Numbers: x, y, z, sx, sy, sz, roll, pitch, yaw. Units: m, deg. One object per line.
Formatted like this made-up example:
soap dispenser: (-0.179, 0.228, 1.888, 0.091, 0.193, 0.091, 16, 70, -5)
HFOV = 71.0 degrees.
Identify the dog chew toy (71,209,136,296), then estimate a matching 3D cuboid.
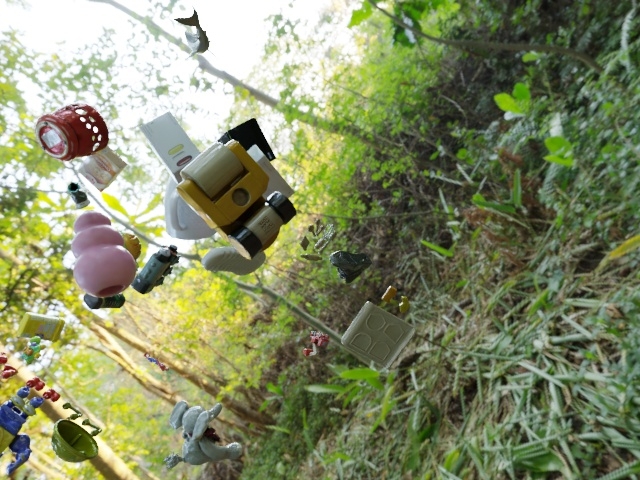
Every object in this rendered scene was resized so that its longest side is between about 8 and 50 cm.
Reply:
dog chew toy: (-0.808, 0.036, 1.647, 0.207, 0.331, 0.206, -22, -17, -7)

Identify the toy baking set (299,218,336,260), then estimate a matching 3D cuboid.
toy baking set: (-0.003, 0.006, 2.089, 0.256, 0.030, 0.196, 18, -86, -55)

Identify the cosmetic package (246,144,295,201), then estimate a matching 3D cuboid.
cosmetic package: (-0.316, -0.246, 2.139, 0.285, 0.097, 0.377, -38, -27, 2)

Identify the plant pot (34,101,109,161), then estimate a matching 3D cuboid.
plant pot: (-0.891, -0.380, 1.607, 0.191, 0.191, 0.174, -62, -1, 36)

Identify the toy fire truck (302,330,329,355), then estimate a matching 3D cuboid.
toy fire truck: (-0.023, 0.536, 2.301, 0.192, 0.047, 0.135, -5, 73, 63)

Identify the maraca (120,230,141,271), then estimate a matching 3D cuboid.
maraca: (-0.811, 0.044, 1.910, 0.099, 0.185, 0.127, -21, -16, -5)

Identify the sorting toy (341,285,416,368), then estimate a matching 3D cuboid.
sorting toy: (0.254, 0.337, 1.774, 0.307, 0.229, 0.041, -58, 5, 14)

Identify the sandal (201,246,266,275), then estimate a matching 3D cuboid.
sandal: (-0.375, 0.064, 1.988, 0.169, 0.102, 0.416, -42, -20, 12)

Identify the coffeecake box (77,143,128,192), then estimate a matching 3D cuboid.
coffeecake box: (-0.997, -0.333, 2.052, 0.186, 0.142, 0.068, -38, 14, 28)

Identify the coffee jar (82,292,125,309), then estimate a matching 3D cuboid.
coffee jar: (-1.030, 0.281, 2.140, 0.079, 0.096, 0.184, -51, -18, 9)

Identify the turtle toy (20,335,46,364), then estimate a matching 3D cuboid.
turtle toy: (-1.277, 0.485, 1.995, 0.095, 0.066, 0.130, -33, 32, 19)

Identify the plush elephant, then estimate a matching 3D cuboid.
plush elephant: (-0.533, 0.840, 2.004, 0.330, 0.272, 0.255, 4, -80, -51)

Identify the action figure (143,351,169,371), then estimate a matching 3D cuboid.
action figure: (-0.594, 0.444, 1.634, 0.030, 0.115, 0.038, -45, -30, -33)

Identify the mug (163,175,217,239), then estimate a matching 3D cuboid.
mug: (-0.692, -0.185, 2.334, 0.374, 0.277, 0.327, -72, -13, -66)

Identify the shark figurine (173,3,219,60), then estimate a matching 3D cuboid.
shark figurine: (-0.448, -0.701, 1.601, 0.116, 0.166, 0.278, -42, 16, -8)

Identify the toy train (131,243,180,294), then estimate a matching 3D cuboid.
toy train: (-0.932, 0.162, 2.550, 0.334, 0.142, 0.190, -50, -1, 16)

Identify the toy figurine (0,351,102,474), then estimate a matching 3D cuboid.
toy figurine: (-0.750, 0.469, 1.086, 0.217, 0.362, 0.191, -47, 13, -16)

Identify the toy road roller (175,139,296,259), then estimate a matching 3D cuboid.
toy road roller: (-0.257, -0.104, 1.308, 0.202, 0.329, 0.241, -47, 19, -21)

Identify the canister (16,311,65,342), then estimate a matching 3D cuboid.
canister: (-1.358, 0.422, 2.185, 0.170, 0.073, 0.126, 28, -99, -47)

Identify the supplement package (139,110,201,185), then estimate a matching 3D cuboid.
supplement package: (-0.603, -0.367, 1.890, 0.145, 0.261, 0.204, -35, -13, -13)

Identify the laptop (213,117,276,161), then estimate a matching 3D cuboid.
laptop: (-0.391, -0.459, 2.299, 0.137, 0.234, 0.264, -32, 8, -35)

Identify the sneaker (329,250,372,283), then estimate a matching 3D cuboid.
sneaker: (0.093, 0.106, 1.701, 0.130, 0.087, 0.228, -51, -28, 21)

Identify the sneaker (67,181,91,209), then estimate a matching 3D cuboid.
sneaker: (-0.844, -0.177, 1.557, 0.065, 0.166, 0.076, -29, -47, -22)
